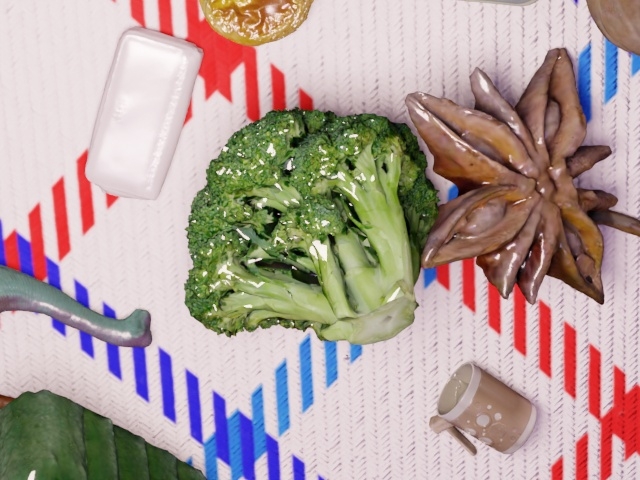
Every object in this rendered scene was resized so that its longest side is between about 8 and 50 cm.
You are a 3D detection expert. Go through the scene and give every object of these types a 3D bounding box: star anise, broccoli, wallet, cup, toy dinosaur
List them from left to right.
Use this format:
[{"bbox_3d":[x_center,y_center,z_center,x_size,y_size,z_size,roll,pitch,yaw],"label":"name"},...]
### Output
[{"bbox_3d":[-0.405,0.126,1.800,0.331,0.129,0.383,40,63,-6],"label":"toy dinosaur"},{"bbox_3d":[-0.196,-0.135,1.821,0.095,0.033,0.190,18,107,-7],"label":"wallet"},{"bbox_3d":[0.000,0.000,1.750,0.308,0.275,0.308,-15,139,-13],"label":"broccoli"},{"bbox_3d":[0.186,0.208,1.936,0.099,0.074,0.102,32,104,-13],"label":"cup"},{"bbox_3d":[0.220,-0.051,1.791,0.349,0.109,0.292,-23,107,-36],"label":"star anise"}]

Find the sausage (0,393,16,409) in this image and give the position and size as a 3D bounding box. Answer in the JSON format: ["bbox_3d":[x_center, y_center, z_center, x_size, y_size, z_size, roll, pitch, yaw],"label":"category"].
[{"bbox_3d":[-0.405,0.184,1.894,0.302,0.076,0.103,31,105,-13],"label":"sausage"}]

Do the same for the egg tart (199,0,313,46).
[{"bbox_3d":[-0.068,-0.271,1.771,0.130,0.052,0.130,0,109,-1],"label":"egg tart"}]

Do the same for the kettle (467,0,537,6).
[{"bbox_3d":[0.145,-0.337,1.722,0.243,0.160,0.210,11,126,-13],"label":"kettle"}]

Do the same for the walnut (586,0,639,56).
[{"bbox_3d":[0.375,-0.288,1.719,0.224,0.224,0.224,-1,109,-3],"label":"walnut"}]

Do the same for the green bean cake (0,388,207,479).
[{"bbox_3d":[-0.304,0.328,1.847,0.300,0.169,0.308,-36,131,21],"label":"green bean cake"}]
